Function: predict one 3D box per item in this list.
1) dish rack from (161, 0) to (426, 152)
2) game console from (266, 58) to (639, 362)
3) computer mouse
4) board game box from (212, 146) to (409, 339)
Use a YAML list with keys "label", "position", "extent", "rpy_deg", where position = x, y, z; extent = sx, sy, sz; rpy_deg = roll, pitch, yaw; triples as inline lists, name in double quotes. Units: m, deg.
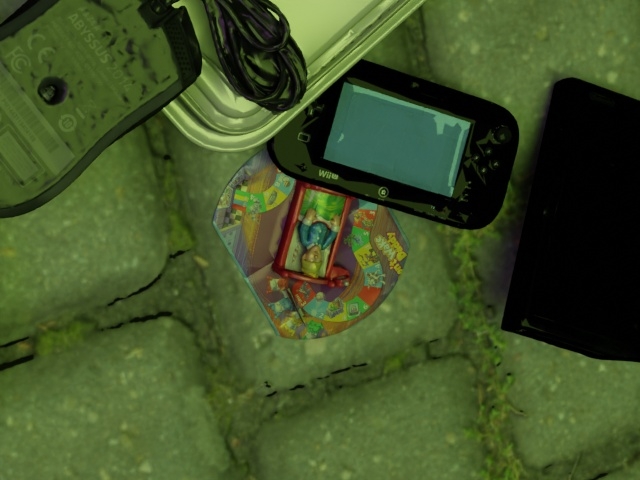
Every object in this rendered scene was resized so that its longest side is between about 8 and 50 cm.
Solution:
- label: "dish rack"
  position: [-0.035, -0.256, 1.245]
  extent: [0.333, 0.072, 0.285]
  rpy_deg: [-42, 103, -5]
- label: "game console"
  position: [0.129, -0.043, 1.356]
  extent: [0.361, 0.044, 0.213]
  rpy_deg: [16, 78, -16]
- label: "computer mouse"
  position: [-0.161, -0.114, 1.189]
  extent: [0.272, 0.072, 0.188]
  rpy_deg: [-33, 102, -2]
- label: "board game box"
  position: [0.000, 0.000, 1.355]
  extent: [0.133, 0.033, 0.168]
  rpy_deg: [-32, 111, -9]
